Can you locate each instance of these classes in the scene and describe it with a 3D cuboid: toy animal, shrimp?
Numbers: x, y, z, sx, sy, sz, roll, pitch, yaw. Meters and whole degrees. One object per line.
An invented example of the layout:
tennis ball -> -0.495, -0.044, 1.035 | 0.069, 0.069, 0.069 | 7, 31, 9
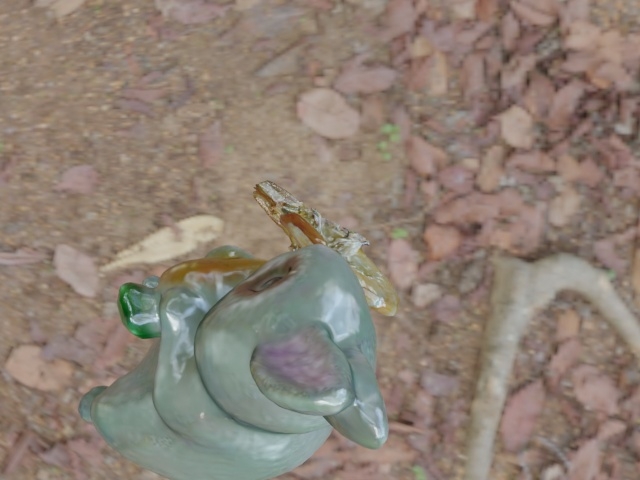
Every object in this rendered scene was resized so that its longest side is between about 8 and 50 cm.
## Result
toy animal -> -0.022, 0.061, 0.745 | 0.127, 0.251, 0.125 | -1, 84, -29
shrimp -> -0.005, 0.006, 1.164 | 0.045, 0.162, 0.095 | -56, 159, 20
